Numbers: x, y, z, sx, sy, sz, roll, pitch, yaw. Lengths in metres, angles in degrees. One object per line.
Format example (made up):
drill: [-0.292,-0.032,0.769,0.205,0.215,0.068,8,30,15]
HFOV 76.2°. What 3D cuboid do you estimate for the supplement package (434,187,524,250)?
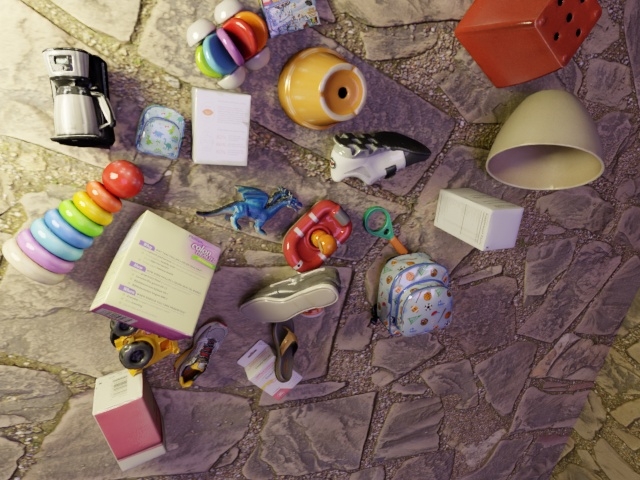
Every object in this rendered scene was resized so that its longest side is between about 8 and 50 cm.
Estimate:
supplement package: [0.509,-0.076,1.338,0.133,0.244,0.139,-5,114,-22]

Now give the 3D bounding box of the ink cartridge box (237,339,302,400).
ink cartridge box: [-0.167,0.430,1.350,0.115,0.067,0.198,-44,121,-2]

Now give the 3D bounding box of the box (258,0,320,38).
box: [-0.075,-0.560,0.994,0.136,0.027,0.094,-23,120,-14]

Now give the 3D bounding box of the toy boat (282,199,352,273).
toy boat: [0.000,0.000,1.189,0.231,0.151,0.151,-46,116,-1]

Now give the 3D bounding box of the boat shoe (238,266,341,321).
boat shoe: [-0.087,0.162,1.212,0.335,0.096,0.112,-17,124,24]

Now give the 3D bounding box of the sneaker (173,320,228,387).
sneaker: [-0.347,0.340,1.216,0.088,0.092,0.225,33,95,-31]

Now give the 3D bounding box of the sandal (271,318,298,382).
sandal: [-0.106,0.340,1.300,0.090,0.060,0.220,13,73,-46]

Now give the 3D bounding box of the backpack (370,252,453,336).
backpack: [0.319,0.180,1.390,0.276,0.213,0.264,-13,109,-18]

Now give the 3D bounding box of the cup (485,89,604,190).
cup: [0.724,-0.335,1.317,0.331,0.331,0.237,21,75,-30]

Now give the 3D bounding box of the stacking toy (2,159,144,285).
stacking toy: [-0.548,-0.058,0.948,0.330,0.141,0.141,-47,122,-8]

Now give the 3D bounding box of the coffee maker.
coffee maker: [-0.504,-0.291,0.858,0.120,0.171,0.179,-6,97,-29]

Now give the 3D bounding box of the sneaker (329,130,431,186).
sneaker: [0.171,-0.235,1.207,0.330,0.122,0.146,-5,131,-23]

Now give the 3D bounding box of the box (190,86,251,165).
box: [-0.246,-0.278,0.999,0.130,0.091,0.171,-1,112,-24]

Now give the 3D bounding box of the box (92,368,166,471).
box: [-0.538,0.501,1.165,0.126,0.148,0.233,-17,118,-18]

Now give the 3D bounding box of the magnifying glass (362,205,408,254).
magnifying glass: [0.223,-0.024,1.360,0.092,0.026,0.231,-46,123,-1]

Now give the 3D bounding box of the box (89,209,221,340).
box: [-0.393,0.091,1.002,0.213,0.117,0.243,32,55,-32]

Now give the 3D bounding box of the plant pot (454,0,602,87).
plant pot: [0.601,-0.617,1.155,0.267,0.236,0.267,31,97,-31]

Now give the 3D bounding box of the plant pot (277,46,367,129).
plant pot: [0.018,-0.373,1.021,0.205,0.188,0.205,-9,115,-21]

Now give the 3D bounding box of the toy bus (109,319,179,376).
toy bus: [-0.452,0.215,1.096,0.211,0.149,0.221,-19,116,-31]

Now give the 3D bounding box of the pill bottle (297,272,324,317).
pill bottle: [-0.034,0.158,1.284,0.086,0.086,0.152,-14,116,-19]

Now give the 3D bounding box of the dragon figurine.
dragon figurine: [-0.192,-0.101,1.101,0.289,0.085,0.144,12,104,-33]

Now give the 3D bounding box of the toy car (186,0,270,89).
toy car: [-0.199,-0.442,0.924,0.182,0.136,0.159,-39,122,-5]

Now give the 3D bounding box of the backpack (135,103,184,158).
backpack: [-0.372,-0.255,0.957,0.104,0.084,0.115,10,104,-30]
